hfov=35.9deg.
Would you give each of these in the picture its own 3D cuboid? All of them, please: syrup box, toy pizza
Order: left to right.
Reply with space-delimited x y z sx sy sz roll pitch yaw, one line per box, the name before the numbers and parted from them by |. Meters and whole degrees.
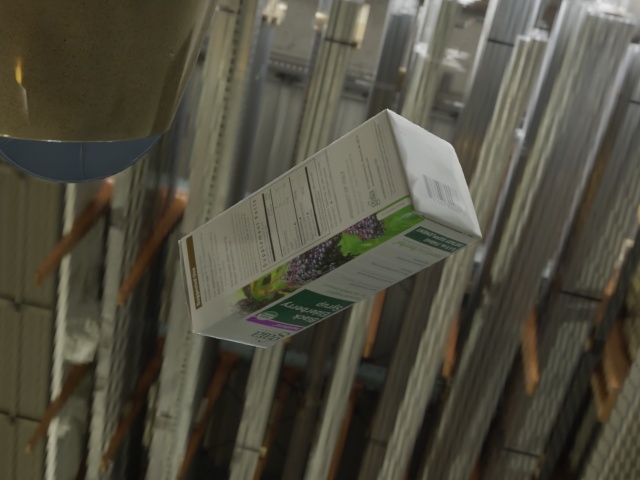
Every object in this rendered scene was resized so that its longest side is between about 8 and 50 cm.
toy pizza | -0.248 -0.151 1.005 0.032 0.201 0.201 -123 38 -52
syrup box | 0.000 0.000 0.804 0.237 0.093 0.096 -30 58 31

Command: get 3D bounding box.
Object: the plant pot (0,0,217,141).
plant pot | -0.151 -0.204 0.595 0.256 0.257 0.273 -70 -16 -74
